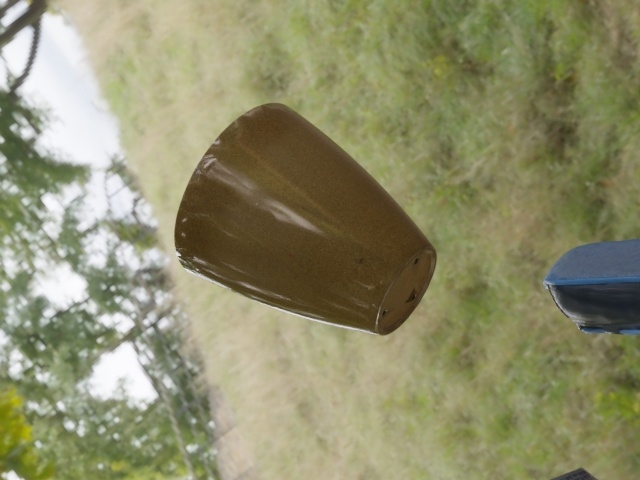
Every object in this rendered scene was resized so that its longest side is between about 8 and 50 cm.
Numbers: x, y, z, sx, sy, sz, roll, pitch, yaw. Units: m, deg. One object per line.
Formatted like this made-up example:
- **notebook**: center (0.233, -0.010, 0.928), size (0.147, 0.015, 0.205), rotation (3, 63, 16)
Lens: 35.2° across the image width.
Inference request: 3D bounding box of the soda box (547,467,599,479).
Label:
- **soda box**: center (0.118, 0.245, 0.698), size (0.092, 0.263, 0.083), rotation (38, 127, 44)

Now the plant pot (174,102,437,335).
- **plant pot**: center (0.000, 0.000, 1.189), size (0.254, 0.237, 0.237), rotation (32, 171, 24)

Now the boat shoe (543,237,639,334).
- **boat shoe**: center (0.323, 0.045, 0.896), size (0.258, 0.109, 0.089), rotation (4, 129, 58)
